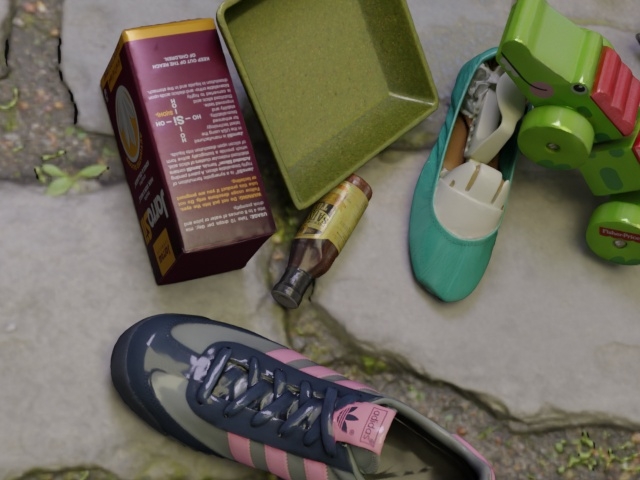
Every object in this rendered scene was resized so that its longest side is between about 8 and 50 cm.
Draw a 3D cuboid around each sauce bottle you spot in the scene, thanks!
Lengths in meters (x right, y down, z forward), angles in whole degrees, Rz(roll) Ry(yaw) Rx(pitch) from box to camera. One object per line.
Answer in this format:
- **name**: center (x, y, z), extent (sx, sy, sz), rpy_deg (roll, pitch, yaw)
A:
- **sauce bottle**: center (0.000, 0.000, 1.135), extent (0.042, 0.042, 0.128), rpy_deg (34, 63, -7)

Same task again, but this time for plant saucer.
- **plant saucer**: center (0.000, -0.153, 1.130), extent (0.188, 0.045, 0.188), rpy_deg (-38, 120, -30)

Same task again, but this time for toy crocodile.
- **toy crocodile**: center (0.265, -0.086, 1.185), extent (0.340, 0.105, 0.115), rpy_deg (48, 51, -31)

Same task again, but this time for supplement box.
- **supplement box**: center (-0.110, -0.070, 1.083), extent (0.080, 0.104, 0.188), rpy_deg (-12, 78, -22)

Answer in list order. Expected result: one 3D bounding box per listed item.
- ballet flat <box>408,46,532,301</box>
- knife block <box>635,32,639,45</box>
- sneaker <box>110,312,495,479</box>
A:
- **ballet flat**: center (0.137, -0.070, 1.182), extent (0.083, 0.087, 0.247), rpy_deg (19, 68, -9)
- **knife block**: center (0.434, -0.269, 1.278), extent (0.088, 0.275, 0.242), rpy_deg (46, 34, -2)
- **sneaker**: center (-0.006, 0.135, 1.040), extent (0.319, 0.131, 0.112), rpy_deg (25, 67, -11)
